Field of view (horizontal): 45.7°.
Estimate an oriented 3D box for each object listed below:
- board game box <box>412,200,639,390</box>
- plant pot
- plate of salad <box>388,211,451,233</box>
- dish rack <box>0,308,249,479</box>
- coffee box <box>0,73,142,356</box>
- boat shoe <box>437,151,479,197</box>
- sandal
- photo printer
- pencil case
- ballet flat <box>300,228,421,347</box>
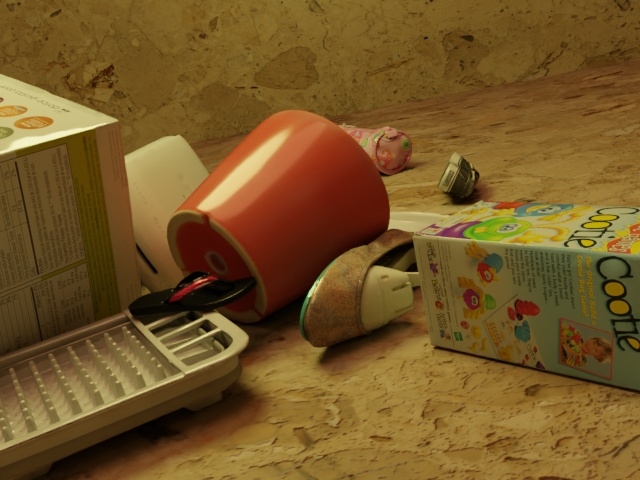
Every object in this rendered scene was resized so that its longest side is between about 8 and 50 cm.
[{"bbox_3d":[0.259,0.046,0.823,0.142,0.144,0.275,-24,21,-38],"label":"board game box"},{"bbox_3d":[-0.074,-0.025,1.128,0.275,0.274,0.243,4,35,45],"label":"plant pot"},{"bbox_3d":[0.151,-0.017,1.257,0.200,0.048,0.200,2,9,0],"label":"plate of salad"},{"bbox_3d":[-0.266,0.172,0.904,0.333,0.072,0.286,-19,18,-24],"label":"dish rack"},{"bbox_3d":[-0.502,-0.014,1.095,0.338,0.338,0.334,22,35,36],"label":"coffee box"},{"bbox_3d":[0.284,-0.125,1.551,0.070,0.077,0.219,26,19,5],"label":"boat shoe"},{"bbox_3d":[-0.173,0.065,0.995,0.179,0.040,0.067,-9,17,14],"label":"sandal"},{"bbox_3d":[-0.263,-0.041,1.317,0.107,0.256,0.307,-29,10,18],"label":"photo printer"},{"bbox_3d":[0.115,-0.240,1.964,0.124,0.124,0.284,-19,18,-23],"label":"pencil case"},{"bbox_3d":[0.084,0.053,1.013,0.106,0.107,0.316,5,23,26],"label":"ballet flat"}]
